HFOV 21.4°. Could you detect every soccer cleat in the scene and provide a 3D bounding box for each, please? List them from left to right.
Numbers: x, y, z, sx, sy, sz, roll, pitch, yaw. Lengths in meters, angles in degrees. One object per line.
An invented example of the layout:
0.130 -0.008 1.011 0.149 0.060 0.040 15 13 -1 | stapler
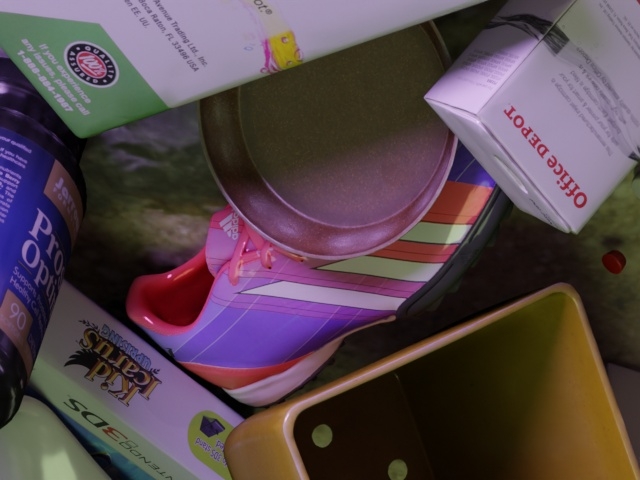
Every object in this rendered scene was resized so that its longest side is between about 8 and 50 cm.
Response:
0.000 0.000 1.024 0.116 0.108 0.318 28 138 -22 | soccer cleat

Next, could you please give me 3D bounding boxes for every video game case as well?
-0.188 0.131 1.187 0.244 0.061 0.269 42 144 -27 | video game case

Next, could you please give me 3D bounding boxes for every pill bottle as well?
-0.205 -0.002 0.981 0.123 0.219 0.122 6 137 6 | pill bottle

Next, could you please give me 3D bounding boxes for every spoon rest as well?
-0.188 0.161 1.116 0.137 0.084 0.276 12 161 19 | spoon rest

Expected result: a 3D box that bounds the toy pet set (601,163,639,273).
0.226 -0.025 1.001 0.114 0.065 0.122 28 145 37 | toy pet set

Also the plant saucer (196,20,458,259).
0.007 -0.074 0.943 0.168 0.029 0.168 6 102 30 | plant saucer

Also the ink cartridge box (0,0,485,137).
-0.052 -0.189 0.827 0.278 0.117 0.201 -16 130 27 | ink cartridge box

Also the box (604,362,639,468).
0.310 0.209 1.165 0.311 0.121 0.148 16 137 -5 | box

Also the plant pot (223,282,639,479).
0.057 0.164 1.048 0.187 0.212 0.212 -11 100 62 | plant pot

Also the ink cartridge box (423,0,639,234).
0.135 -0.087 0.883 0.099 0.135 0.056 47 171 -31 | ink cartridge box
